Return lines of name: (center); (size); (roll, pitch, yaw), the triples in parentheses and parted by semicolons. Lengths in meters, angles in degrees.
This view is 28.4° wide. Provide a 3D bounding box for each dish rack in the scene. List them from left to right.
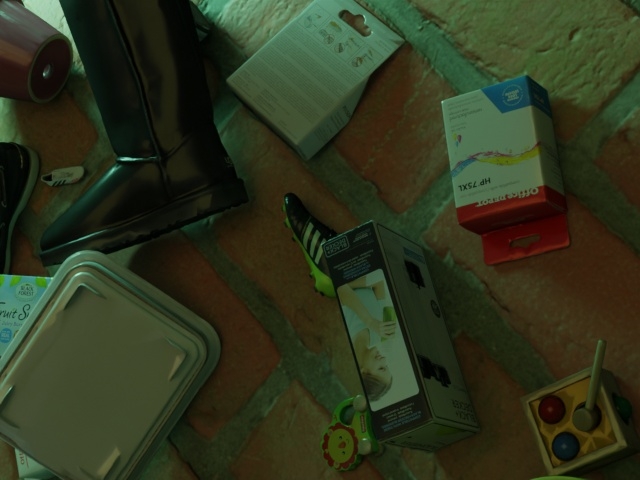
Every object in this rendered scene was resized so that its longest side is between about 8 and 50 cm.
dish rack: (-0.345, 0.214, 1.932); (0.285, 0.072, 0.333); (34, 94, -2)

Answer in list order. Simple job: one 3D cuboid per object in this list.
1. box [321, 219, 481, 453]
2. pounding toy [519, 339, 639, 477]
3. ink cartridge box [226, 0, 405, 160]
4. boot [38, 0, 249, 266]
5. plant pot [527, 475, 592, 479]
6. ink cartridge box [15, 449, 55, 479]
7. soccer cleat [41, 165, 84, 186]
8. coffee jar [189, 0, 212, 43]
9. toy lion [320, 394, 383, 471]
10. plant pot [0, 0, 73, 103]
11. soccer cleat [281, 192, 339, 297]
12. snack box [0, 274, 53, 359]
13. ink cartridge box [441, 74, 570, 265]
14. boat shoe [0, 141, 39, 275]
box: (0.110, 0.133, 1.713); (0.087, 0.169, 0.290); (-25, 65, 22)
pounding toy: (0.334, 0.216, 1.594); (0.141, 0.100, 0.130); (-28, 66, 23)
ink cartridge box: (-0.003, -0.262, 1.959); (0.232, 0.066, 0.189); (-41, 58, -8)
boot: (-0.342, -0.215, 2.014); (0.367, 0.146, 0.445); (-20, 88, 14)
plant pot: (0.319, 0.408, 1.474); (0.254, 0.239, 0.254); (-8, 74, 30)
ink cartridge box: (-0.434, 0.318, 2.056); (0.198, 0.067, 0.115); (-24, 68, 24)
soccer cleat: (-0.445, -0.112, 2.187); (0.083, 0.035, 0.029); (-12, 72, 29)
coffee jar: (-0.275, -0.323, 2.108); (0.184, 0.079, 0.096); (-41, 68, 16)
toy lion: (0.040, 0.277, 1.802); (0.096, 0.034, 0.100); (-18, 69, 35)
plant pot: (-0.544, -0.331, 2.221); (0.180, 0.201, 0.201); (23, 90, 18)
soccer cleat: (0.000, 0.000, 1.881); (0.072, 0.060, 0.179); (-29, 71, 12)
snack box: (-0.484, 0.149, 2.126); (0.207, 0.070, 0.174); (3, 80, 31)
ink cartridge box: (0.254, -0.094, 1.732); (0.134, 0.078, 0.231); (-16, 71, 28)
boat shoe: (-0.602, -0.017, 2.212); (0.127, 0.113, 0.340); (24, 91, 33)
